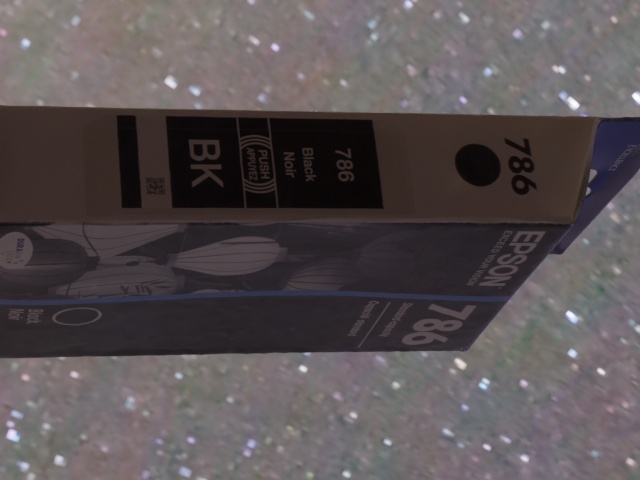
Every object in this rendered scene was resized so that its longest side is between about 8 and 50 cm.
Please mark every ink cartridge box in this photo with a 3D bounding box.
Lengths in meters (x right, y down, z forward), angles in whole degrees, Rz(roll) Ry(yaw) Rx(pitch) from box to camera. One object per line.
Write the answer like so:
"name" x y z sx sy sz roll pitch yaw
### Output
"ink cartridge box" 0.000 0.000 0.738 0.165 0.333 0.065 116 -31 -62
